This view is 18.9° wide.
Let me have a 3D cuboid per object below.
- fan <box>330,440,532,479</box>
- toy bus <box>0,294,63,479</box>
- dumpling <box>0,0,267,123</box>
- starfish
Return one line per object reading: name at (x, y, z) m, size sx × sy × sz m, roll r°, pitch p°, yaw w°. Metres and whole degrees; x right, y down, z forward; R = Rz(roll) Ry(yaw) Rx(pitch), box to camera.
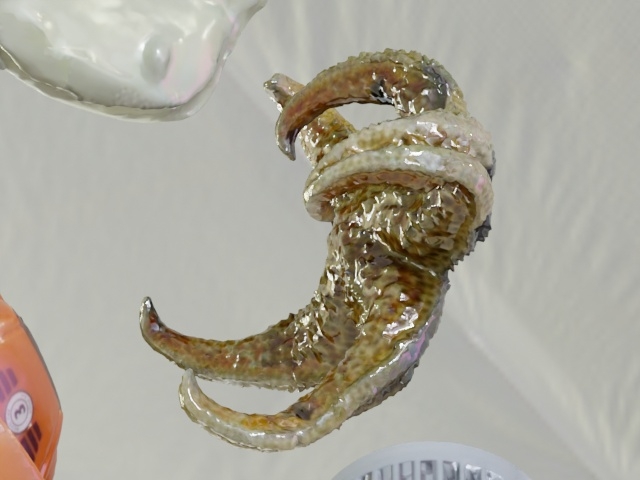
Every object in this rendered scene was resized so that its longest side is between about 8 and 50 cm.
fan at (-0.001, 0.167, 0.965) m, size 0.244 × 0.074 × 0.130 m, roll -2°, pitch -59°, yaw 4°
toy bus at (-0.210, 0.147, 0.775) m, size 0.153 × 0.329 × 0.143 m, roll 12°, pitch -45°, yaw 36°
dumpling at (-0.090, -0.260, 0.840) m, size 0.315 × 0.395 × 0.233 m, roll 20°, pitch -4°, yaw -37°
starfish at (-0.001, -0.001, 0.672) m, size 0.074 × 0.190 × 0.146 m, roll 27°, pitch -75°, yaw -15°
